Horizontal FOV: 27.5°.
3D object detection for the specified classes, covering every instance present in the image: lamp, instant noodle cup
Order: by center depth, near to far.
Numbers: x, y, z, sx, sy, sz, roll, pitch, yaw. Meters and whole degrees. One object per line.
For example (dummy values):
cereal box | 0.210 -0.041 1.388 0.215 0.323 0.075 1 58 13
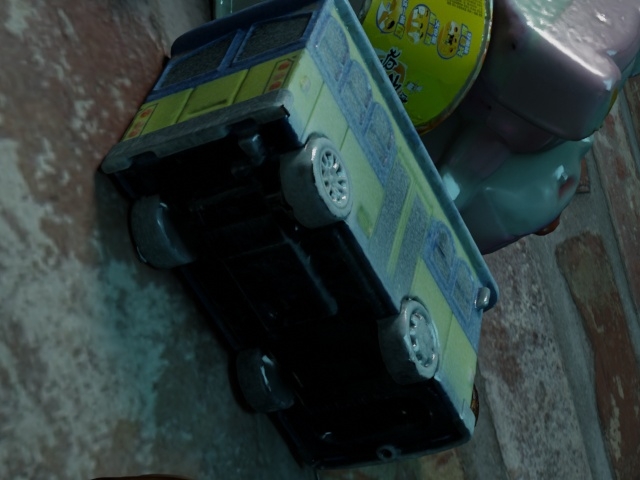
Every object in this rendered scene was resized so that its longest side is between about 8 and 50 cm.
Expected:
instant noodle cup | 0.021 -0.189 1.055 0.153 0.205 0.205 14 63 -55
lamp | 0.144 -0.123 1.192 0.247 0.301 0.247 35 49 5

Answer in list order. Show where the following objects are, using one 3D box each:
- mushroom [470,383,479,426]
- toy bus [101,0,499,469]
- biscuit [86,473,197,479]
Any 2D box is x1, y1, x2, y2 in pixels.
mushroom | 0.089 0.126 1.133 0.126 0.085 0.109 21 57 -67
toy bus | 0.000 0.000 0.944 0.312 0.152 0.190 59 29 -29
biscuit | -0.072 0.244 0.455 0.103 0.332 0.332 35 46 -53
